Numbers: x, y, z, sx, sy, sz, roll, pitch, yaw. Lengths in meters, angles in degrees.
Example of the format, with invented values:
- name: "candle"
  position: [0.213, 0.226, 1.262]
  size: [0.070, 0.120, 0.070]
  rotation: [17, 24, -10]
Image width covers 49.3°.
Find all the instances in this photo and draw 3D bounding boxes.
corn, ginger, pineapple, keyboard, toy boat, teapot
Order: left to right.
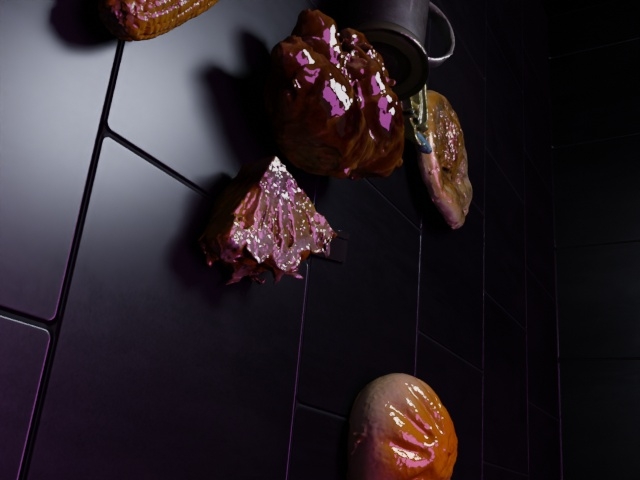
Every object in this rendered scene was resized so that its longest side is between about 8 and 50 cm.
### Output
- name: "corn"
  position: [-0.189, -0.344, 0.939]
  size: [0.102, 0.101, 0.313]
  rotation: [64, 37, -30]
- name: "pineapple"
  position: [-0.081, -0.027, 1.046]
  size: [0.236, 0.114, 0.186]
  rotation: [5, 80, -57]
- name: "keyboard"
  position: [0.000, 0.000, 1.277]
  size: [0.195, 0.018, 0.060]
  rotation: [17, 77, -58]
- name: "ginger"
  position: [0.029, -0.244, 1.200]
  size: [0.357, 0.152, 0.274]
  rotation: [1, 96, -52]
- name: "teapot"
  position: [0.161, -0.463, 1.442]
  size: [0.270, 0.200, 0.337]
  rotation: [20, 58, -17]
- name: "toy boat"
  position: [0.205, -0.335, 1.644]
  size: [0.111, 0.084, 0.277]
  rotation: [14, 69, -56]

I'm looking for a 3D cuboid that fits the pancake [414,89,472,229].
- name: "pancake"
  position: [0.330, -0.209, 1.829]
  size: [0.387, 0.082, 0.387]
  rotation: [30, 56, -58]

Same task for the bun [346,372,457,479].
- name: "bun"
  position: [0.175, 0.404, 1.350]
  size: [0.299, 0.164, 0.299]
  rotation: [23, 63, -56]
